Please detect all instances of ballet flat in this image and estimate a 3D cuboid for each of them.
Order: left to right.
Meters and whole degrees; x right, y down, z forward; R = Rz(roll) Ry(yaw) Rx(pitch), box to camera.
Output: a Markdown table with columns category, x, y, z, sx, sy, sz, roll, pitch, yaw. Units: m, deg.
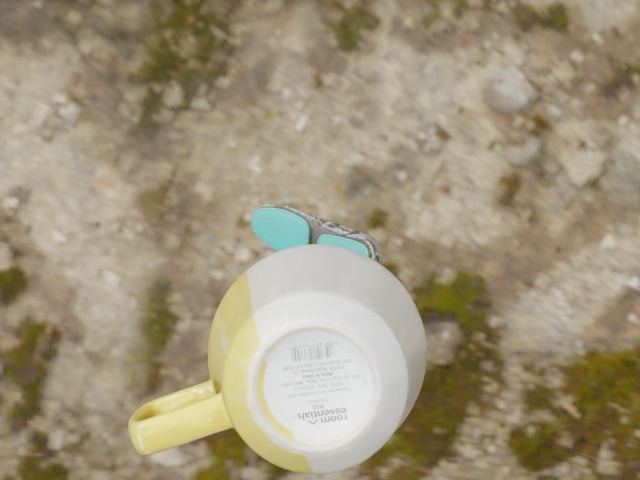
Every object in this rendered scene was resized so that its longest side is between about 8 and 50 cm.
| category | x | y | z | sx | sy | sz | roll | pitch | yaw |
| --- | --- | --- | --- | --- | --- | --- | --- | --- | --- |
| ballet flat | 0.000 | 0.000 | 1.437 | 0.114 | 0.041 | 0.041 | 20 | 89 | 29 |

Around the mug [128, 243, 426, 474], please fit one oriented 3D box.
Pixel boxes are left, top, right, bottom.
| category | x | y | z | sx | sy | sz | roll | pitch | yaw |
| --- | --- | --- | --- | --- | --- | --- | --- | --- | --- |
| mug | -0.006 | 0.041 | 0.496 | 0.062 | 0.064 | 0.078 | 38 | 94 | -3 |
